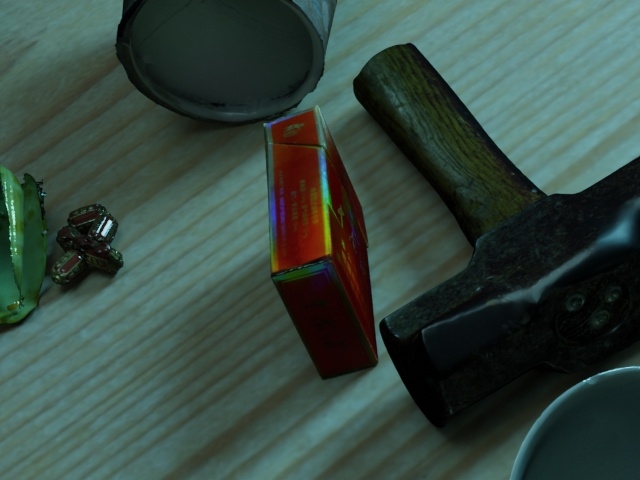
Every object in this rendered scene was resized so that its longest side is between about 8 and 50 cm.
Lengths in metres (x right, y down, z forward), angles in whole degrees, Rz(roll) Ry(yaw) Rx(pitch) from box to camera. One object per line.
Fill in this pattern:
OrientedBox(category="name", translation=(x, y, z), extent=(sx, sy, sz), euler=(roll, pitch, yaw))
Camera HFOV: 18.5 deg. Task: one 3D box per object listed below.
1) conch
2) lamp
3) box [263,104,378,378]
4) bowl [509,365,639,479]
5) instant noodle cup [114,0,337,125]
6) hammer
OrientedBox(category="conch", translation=(-0.262, -0.001, 1.597), extent=(0.106, 0.079, 0.170), euler=(-30, 54, 3))
OrientedBox(category="lamp", translation=(-0.187, 0.000, 1.587), extent=(0.063, 0.031, 0.083), euler=(-15, 36, 10))
OrientedBox(category="box", translation=(0.001, 0.000, 1.425), extent=(0.048, 0.112, 0.175), euler=(-16, 41, 10))
OrientedBox(category="bowl", translation=(0.179, 0.171, 1.136), extent=(0.189, 0.189, 0.086), euler=(-44, 2, -22))
OrientedBox(category="instant noodle cup", translation=(-0.073, -0.229, 1.652), extent=(0.217, 0.217, 0.207), euler=(-10, 49, 18))
OrientedBox(category="hammer", translation=(0.109, -0.046, 1.439), extent=(0.242, 0.095, 0.409), euler=(-28, 37, -4))
